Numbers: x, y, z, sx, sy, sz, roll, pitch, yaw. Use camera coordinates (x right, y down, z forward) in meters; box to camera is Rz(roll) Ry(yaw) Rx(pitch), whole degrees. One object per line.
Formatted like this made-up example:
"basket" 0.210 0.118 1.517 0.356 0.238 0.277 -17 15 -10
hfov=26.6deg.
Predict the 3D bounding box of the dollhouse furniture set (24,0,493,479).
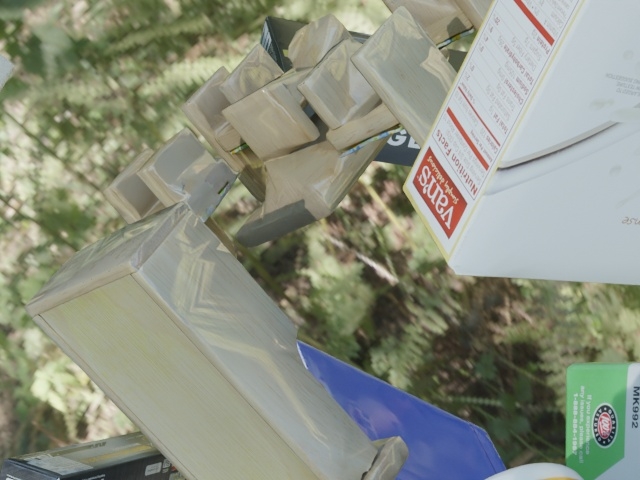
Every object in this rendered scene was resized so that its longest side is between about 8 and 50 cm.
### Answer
"dollhouse furniture set" 0.000 0.000 1.102 0.362 0.256 0.394 -21 25 48

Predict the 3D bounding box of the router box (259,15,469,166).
"router box" 0.083 -0.187 1.757 0.309 0.081 0.243 8 29 -14

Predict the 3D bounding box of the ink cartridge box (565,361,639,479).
"ink cartridge box" 0.311 0.188 0.944 0.289 0.122 0.211 -9 77 57

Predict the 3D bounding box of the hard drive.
"hard drive" 0.102 0.241 1.543 0.040 0.319 0.210 -50 34 18

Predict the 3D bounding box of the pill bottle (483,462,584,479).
"pill bottle" 0.167 0.287 0.838 0.152 0.152 0.272 -35 54 4

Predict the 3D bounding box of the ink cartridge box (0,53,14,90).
"ink cartridge box" -0.423 -0.161 1.294 0.119 0.207 0.353 -48 17 15

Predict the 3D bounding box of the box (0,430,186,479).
"box" -0.194 0.262 1.130 0.056 0.231 0.183 13 93 22

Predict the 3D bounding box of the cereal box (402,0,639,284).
"cereal box" 0.147 -0.087 0.393 0.240 0.173 0.047 -67 34 32
